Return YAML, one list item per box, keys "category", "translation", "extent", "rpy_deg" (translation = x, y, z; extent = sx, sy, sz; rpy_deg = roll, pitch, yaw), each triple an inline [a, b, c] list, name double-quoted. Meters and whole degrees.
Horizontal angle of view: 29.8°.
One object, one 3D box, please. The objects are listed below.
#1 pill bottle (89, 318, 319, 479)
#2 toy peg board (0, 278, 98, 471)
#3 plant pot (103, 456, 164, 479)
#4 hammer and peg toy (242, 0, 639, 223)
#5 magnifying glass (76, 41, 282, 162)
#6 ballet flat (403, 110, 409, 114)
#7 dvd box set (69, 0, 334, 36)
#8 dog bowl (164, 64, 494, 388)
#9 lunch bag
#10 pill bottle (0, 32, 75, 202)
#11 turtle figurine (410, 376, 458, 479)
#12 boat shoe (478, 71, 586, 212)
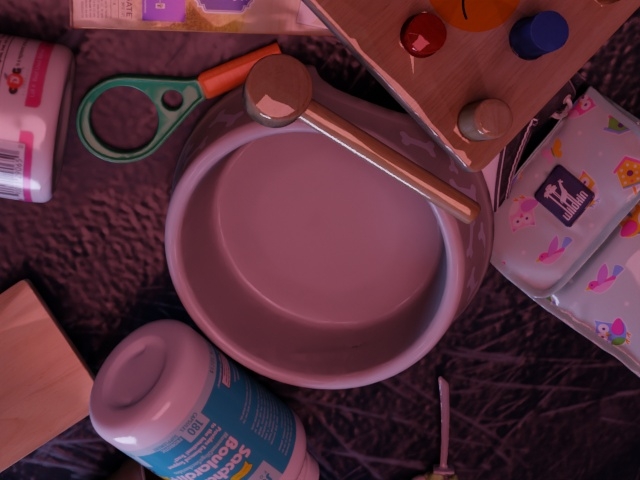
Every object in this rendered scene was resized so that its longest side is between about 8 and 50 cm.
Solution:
- category: "pill bottle"
  translation: [-0.114, 0.209, 1.310]
  extent: [0.146, 0.146, 0.264]
  rpy_deg: [-40, 126, 9]
- category: "toy peg board"
  translation: [-0.336, 0.147, 1.336]
  extent: [0.161, 0.079, 0.160]
  rpy_deg: [-33, 93, 6]
- category: "plant pot"
  translation: [-0.211, 0.330, 1.364]
  extent: [0.165, 0.167, 0.167]
  rpy_deg: [-33, 109, 16]
- category: "hammer and peg toy"
  translation: [0.106, -0.192, 1.096]
  extent: [0.266, 0.127, 0.361]
  rpy_deg: [44, 83, -10]
- category: "magnifying glass"
  translation: [-0.147, -0.153, 1.267]
  extent: [0.231, 0.026, 0.092]
  rpy_deg: [-21, 109, 5]
- category: "ballet flat"
  translation: [0.066, -0.095, 1.300]
  extent: [0.041, 0.041, 0.114]
  rpy_deg: [40, 101, -16]
- category: "dvd box set"
  translation: [-0.036, -0.357, 1.184]
  extent: [0.420, 0.062, 0.307]
  rpy_deg: [0, 109, -4]
- category: "dog bowl"
  translation: [0.000, 0.000, 1.237]
  extent: [0.349, 0.102, 0.348]
  rpy_deg: [5, 118, 11]
- category: "lunch bag"
  translation: [0.321, -0.009, 1.286]
  extent: [0.262, 0.160, 0.223]
  rpy_deg: [37, 107, 3]
- category: "pill bottle"
  translation: [-0.393, -0.135, 1.179]
  extent: [0.283, 0.160, 0.160]
  rpy_deg: [9, 108, -8]
- category: "turtle figurine"
  translation: [0.123, 0.361, 1.375]
  extent: [0.275, 0.198, 0.266]
  rpy_deg: [-39, 111, 13]
- category: "boat shoe"
  translation: [0.222, -0.165, 1.247]
  extent: [0.102, 0.108, 0.301]
  rpy_deg: [12, 101, 2]
